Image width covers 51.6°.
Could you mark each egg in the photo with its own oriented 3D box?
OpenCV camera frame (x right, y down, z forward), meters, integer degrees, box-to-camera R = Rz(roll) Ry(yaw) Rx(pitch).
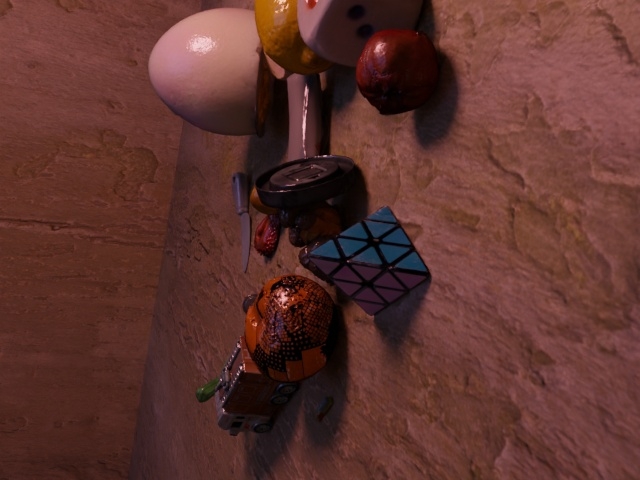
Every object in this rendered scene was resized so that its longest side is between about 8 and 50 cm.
[{"bbox_3d":[-0.310,-0.477,1.865,0.354,0.340,0.354,7,-90,-88],"label":"egg"}]

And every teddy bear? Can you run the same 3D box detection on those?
[{"bbox_3d":[0.000,0.000,1.403,0.177,0.140,0.190,75,178,-61],"label":"teddy bear"}]

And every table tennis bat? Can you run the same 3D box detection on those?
[{"bbox_3d":[-0.257,0.377,1.815,0.257,0.039,0.160,-25,-49,-63],"label":"table tennis bat"}]

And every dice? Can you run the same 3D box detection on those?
[{"bbox_3d":[0.072,-0.459,1.264,0.193,0.192,0.194,126,142,-47],"label":"dice"}]

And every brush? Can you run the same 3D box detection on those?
[{"bbox_3d":[0.002,0.361,1.409,0.018,0.021,0.083,-108,33,-41],"label":"brush"}]

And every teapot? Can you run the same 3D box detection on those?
[{"bbox_3d":[-0.182,0.191,1.861,0.057,0.066,0.087,-158,52,-86],"label":"teapot"}]

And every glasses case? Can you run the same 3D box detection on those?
[{"bbox_3d":[-0.029,-0.267,1.591,0.128,0.083,0.307,-23,63,58],"label":"glasses case"}]

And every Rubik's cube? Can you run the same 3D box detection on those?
[{"bbox_3d":[0.128,0.067,1.173,0.178,0.211,0.190,15,131,47],"label":"Rubik's cube"}]

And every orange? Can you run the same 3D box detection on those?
[{"bbox_3d":[-0.061,0.189,1.404,0.234,0.182,0.234,-38,42,46],"label":"orange"}]

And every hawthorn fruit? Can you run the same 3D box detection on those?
[{"bbox_3d":[0.136,-0.306,1.145,0.148,0.148,0.171,-47,23,55],"label":"hawthorn fruit"}]

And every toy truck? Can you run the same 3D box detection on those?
[{"bbox_3d":[-0.172,0.361,1.640,0.305,0.162,0.136,118,149,-41],"label":"toy truck"}]

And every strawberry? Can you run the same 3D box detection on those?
[{"bbox_3d":[-0.151,-0.018,1.852,0.104,0.048,0.152,-120,39,-50],"label":"strawberry"}]

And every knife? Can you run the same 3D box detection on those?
[{"bbox_3d":[-0.242,-0.065,2.104,0.080,0.044,0.331,-34,59,52],"label":"knife"}]

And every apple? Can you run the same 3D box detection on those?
[{"bbox_3d":[-0.137,-0.126,1.777,0.099,0.102,0.114,-33,46,59],"label":"apple"}]

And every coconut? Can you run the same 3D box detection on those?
[{"bbox_3d":[-0.075,-0.484,1.725,0.116,0.122,0.116,39,149,29],"label":"coconut"}]

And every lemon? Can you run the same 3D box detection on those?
[{"bbox_3d":[-0.034,-0.500,1.484,0.233,0.234,0.288,132,135,-54],"label":"lemon"}]

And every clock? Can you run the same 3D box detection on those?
[{"bbox_3d":[-0.030,-0.125,1.391,0.215,0.215,0.041,-138,32,-63],"label":"clock"}]
